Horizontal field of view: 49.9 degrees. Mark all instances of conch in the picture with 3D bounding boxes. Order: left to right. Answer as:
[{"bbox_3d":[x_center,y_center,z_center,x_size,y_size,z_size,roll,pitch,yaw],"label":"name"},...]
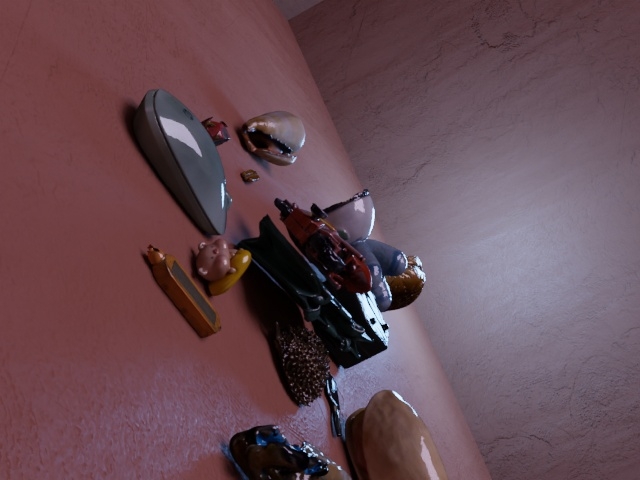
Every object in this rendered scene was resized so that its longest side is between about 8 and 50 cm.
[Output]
[{"bbox_3d":[-0.149,-0.289,1.915,0.255,0.127,0.159,1,92,-53],"label":"conch"}]

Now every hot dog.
[{"bbox_3d":[-0.174,-0.157,1.696,0.037,0.021,0.083,44,14,3],"label":"hot dog"}]

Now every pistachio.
[{"bbox_3d":[0.159,0.477,1.456,0.299,0.187,0.187,63,10,25],"label":"pistachio"}]

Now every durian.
[{"bbox_3d":[-0.031,0.225,1.342,0.189,0.091,0.148,58,13,-19],"label":"durian"}]

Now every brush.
[{"bbox_3d":[0.031,0.358,1.508,0.063,0.016,0.193,56,14,-29],"label":"brush"}]

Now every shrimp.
[{"bbox_3d":[-0.001,0.401,1.101,0.446,0.109,0.221,57,8,-46],"label":"shrimp"}]

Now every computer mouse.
[{"bbox_3d":[-0.230,-0.146,1.252,0.289,0.096,0.160,56,12,-30],"label":"computer mouse"}]

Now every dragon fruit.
[{"bbox_3d":[-0.236,-0.240,1.514,0.060,0.056,0.083,65,14,1],"label":"dragon fruit"}]

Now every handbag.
[{"bbox_3d":[-0.027,0.108,1.442,0.238,0.089,0.326,43,-7,41],"label":"handbag"}]

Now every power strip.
[{"bbox_3d":[-0.208,0.076,1.041,0.178,0.028,0.049,58,13,-27],"label":"power strip"}]

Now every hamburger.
[{"bbox_3d":[0.217,0.141,2.226,0.286,0.243,0.146,21,44,-50],"label":"hamburger"}]

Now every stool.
[{"bbox_3d":[0.075,0.194,1.733,0.232,0.141,0.232,60,13,-23],"label":"stool"}]

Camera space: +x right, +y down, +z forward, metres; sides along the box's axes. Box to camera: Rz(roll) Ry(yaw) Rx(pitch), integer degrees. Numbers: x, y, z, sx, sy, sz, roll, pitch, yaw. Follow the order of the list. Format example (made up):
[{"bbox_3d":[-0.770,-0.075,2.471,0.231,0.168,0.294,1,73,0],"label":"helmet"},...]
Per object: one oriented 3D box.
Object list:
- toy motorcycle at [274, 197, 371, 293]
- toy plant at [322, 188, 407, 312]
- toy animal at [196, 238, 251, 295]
[{"bbox_3d":[-0.002,0.000,1.409,0.171,0.089,0.298,49,-1,-33],"label":"toy motorcycle"},{"bbox_3d":[0.101,0.049,1.932,0.333,0.247,0.247,65,12,1],"label":"toy plant"},{"bbox_3d":[-0.170,0.030,1.177,0.082,0.091,0.114,44,20,-20],"label":"toy animal"}]
